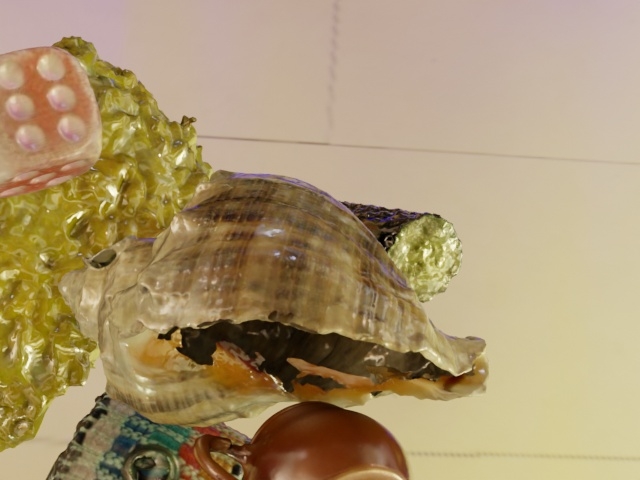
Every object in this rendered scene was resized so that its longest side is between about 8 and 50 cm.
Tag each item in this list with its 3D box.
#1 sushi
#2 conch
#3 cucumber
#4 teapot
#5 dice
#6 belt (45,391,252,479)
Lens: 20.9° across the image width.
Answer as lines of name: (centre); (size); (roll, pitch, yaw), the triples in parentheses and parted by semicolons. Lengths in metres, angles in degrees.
sushi: (-0.286, 0.009, 1.653); (0.240, 0.351, 0.396); (43, 60, -11)
conch: (-0.037, 0.029, 1.134); (0.291, 0.210, 0.159); (-2, 61, 10)
cucumber: (0.001, -0.001, 1.376); (0.072, 0.300, 0.072); (-5, 98, -33)
teapot: (-0.006, 0.149, 1.092); (0.173, 0.116, 0.116); (16, 90, -34)
dice: (-0.225, -0.089, 1.316); (0.094, 0.091, 0.093); (-17, 82, -29)
belt: (-0.150, 0.236, 1.270); (0.150, 0.207, 0.257); (27, 105, 4)
